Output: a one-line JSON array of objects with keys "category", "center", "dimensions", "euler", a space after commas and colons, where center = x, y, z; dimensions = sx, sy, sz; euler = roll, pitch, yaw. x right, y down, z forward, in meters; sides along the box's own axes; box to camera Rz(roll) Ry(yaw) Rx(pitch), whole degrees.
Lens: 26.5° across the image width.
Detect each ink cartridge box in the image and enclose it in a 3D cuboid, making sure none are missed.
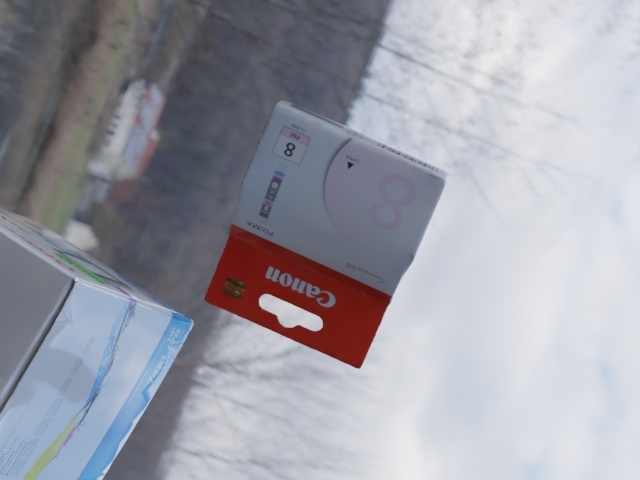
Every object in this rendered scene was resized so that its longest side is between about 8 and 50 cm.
[{"category": "ink cartridge box", "center": [-0.274, 0.088, 1.152], "dimensions": [0.197, 0.198, 0.270], "euler": [-59, 163, -1]}, {"category": "ink cartridge box", "center": [0.000, 0.000, 1.375], "dimensions": [0.066, 0.189, 0.232], "euler": [-47, 161, -79]}]
